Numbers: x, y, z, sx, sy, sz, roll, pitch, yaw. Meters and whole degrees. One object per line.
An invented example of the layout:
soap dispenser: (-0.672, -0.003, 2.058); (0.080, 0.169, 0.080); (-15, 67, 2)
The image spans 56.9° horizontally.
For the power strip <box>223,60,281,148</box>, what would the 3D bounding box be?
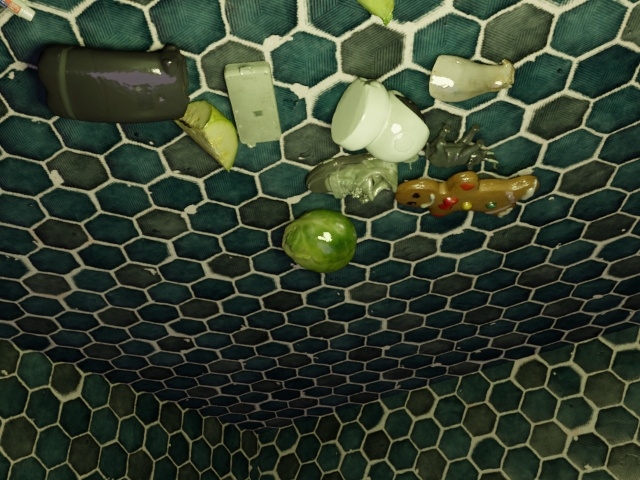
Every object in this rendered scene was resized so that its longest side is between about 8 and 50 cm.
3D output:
power strip: (-0.174, -0.356, 1.557); (0.118, 0.046, 0.270); (-7, 143, 0)

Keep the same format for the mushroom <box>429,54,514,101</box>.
mushroom: (0.383, -0.405, 1.500); (0.225, 0.093, 0.116); (5, 123, -4)

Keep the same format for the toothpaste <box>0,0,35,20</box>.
toothpaste: (-0.724, -0.546, 1.263); (0.218, 0.033, 0.052); (30, 128, -31)

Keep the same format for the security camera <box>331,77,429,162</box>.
security camera: (0.170, -0.298, 1.542); (0.236, 0.195, 0.194); (19, 139, -24)

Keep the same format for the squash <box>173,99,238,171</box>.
squash: (-0.263, -0.271, 1.615); (0.169, 0.093, 0.252); (27, 168, 43)

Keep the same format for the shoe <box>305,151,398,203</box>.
shoe: (0.096, -0.169, 1.755); (0.293, 0.149, 0.109); (-16, 144, 14)

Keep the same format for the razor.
razor: (-0.495, -0.379, 1.442); (0.349, 0.113, 0.204); (0, 142, -5)

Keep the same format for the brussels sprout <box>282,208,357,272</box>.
brussels sprout: (0.000, 0.000, 1.940); (0.244, 0.244, 0.244); (-2, 144, -2)

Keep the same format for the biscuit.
biscuit: (0.440, -0.129, 1.855); (0.432, 0.064, 0.283); (1, 160, -12)

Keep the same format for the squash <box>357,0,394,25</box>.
squash: (0.065, -0.583, 1.204); (0.118, 0.118, 0.370); (-25, 139, 27)

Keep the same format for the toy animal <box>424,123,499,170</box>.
toy animal: (0.425, -0.263, 1.712); (0.269, 0.082, 0.137); (3, 147, -16)

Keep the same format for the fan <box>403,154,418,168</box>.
fan: (0.270, -0.243, 1.788); (0.056, 0.004, 0.083); (-7, 145, 6)
